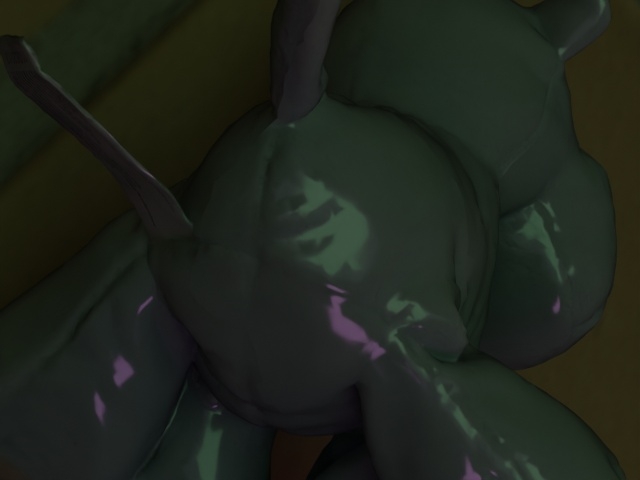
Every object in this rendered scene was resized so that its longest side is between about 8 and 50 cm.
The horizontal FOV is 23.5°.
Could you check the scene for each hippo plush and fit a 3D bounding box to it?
[{"bbox_3d":[0.000,0.000,0.604,0.294,0.234,0.236,63,31,-23],"label":"hippo plush"}]
